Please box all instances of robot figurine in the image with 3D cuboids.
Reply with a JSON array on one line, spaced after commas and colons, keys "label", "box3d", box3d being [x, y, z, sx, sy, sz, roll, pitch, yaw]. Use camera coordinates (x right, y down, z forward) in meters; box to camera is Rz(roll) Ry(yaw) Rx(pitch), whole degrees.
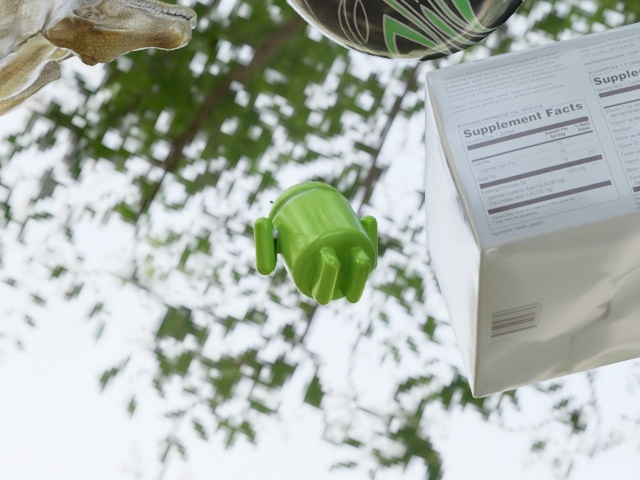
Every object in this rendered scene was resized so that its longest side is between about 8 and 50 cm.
[{"label": "robot figurine", "box3d": [0.000, 0.000, 1.302, 0.101, 0.067, 0.115, -3, 37, -22]}]

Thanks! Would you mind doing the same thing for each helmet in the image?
[{"label": "helmet", "box3d": [0.041, -0.178, 0.912, 0.169, 0.169, 0.161, 23, 24, 4]}]

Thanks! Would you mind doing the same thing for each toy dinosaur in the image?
[{"label": "toy dinosaur", "box3d": [-0.097, -0.051, 0.484, 0.183, 0.092, 0.053, -26, -68, 43]}]

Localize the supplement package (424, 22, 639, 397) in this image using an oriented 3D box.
[{"label": "supplement package", "box3d": [0.189, -0.019, 1.247, 0.204, 0.145, 0.262, -13, -28, -3]}]
